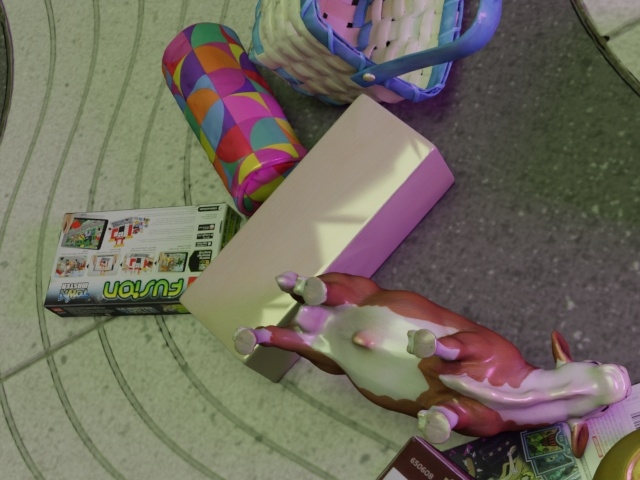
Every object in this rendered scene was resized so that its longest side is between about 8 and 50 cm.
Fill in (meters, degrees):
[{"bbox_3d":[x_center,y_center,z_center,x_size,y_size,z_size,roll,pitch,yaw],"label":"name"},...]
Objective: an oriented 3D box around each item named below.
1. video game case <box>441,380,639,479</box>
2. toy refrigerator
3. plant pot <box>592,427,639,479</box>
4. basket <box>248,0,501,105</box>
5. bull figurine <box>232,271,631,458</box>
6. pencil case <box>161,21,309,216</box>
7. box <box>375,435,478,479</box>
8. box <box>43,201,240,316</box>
[{"bbox_3d":[0.209,0.253,0.887,0.210,0.042,0.232,-23,59,13],"label":"video game case"},{"bbox_3d":[0.000,0.000,1.074,0.102,0.094,0.269,40,88,28],"label":"toy refrigerator"},{"bbox_3d":[0.260,0.190,0.813,0.134,0.095,0.134,-9,62,17],"label":"plant pot"},{"bbox_3d":[0.073,-0.268,1.082,0.289,0.201,0.255,-16,57,53],"label":"basket"},{"bbox_3d":[0.085,0.096,0.890,0.310,0.188,0.101,15,90,31],"label":"bull figurine"},{"bbox_3d":[-0.087,-0.127,1.172,0.104,0.104,0.236,-34,59,6],"label":"pencil case"},{"bbox_3d":[0.103,0.271,0.781,0.167,0.203,0.168,37,86,33],"label":"box"},{"bbox_3d":[-0.192,0.022,1.181,0.207,0.036,0.114,-2,66,23],"label":"box"}]
